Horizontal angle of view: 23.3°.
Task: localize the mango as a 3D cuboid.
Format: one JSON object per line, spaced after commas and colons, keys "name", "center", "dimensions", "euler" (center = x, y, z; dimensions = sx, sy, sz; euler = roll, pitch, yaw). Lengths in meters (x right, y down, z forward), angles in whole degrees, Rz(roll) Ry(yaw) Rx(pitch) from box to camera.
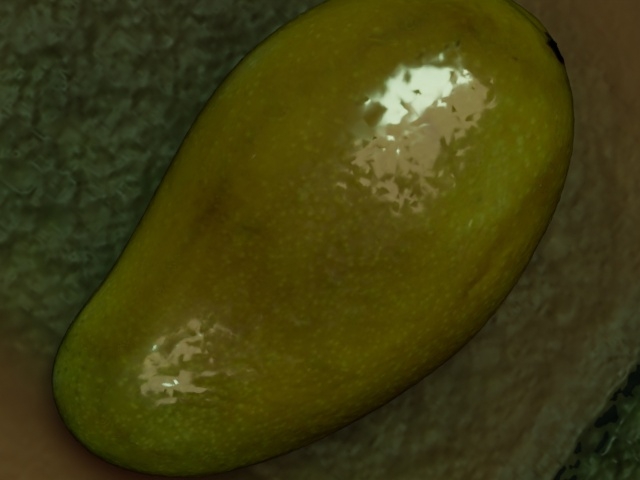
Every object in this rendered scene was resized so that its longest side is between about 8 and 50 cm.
{"name": "mango", "center": [0.000, 0.000, 0.573], "dimensions": [0.227, 0.099, 0.136], "euler": [-45, 111, -1]}
